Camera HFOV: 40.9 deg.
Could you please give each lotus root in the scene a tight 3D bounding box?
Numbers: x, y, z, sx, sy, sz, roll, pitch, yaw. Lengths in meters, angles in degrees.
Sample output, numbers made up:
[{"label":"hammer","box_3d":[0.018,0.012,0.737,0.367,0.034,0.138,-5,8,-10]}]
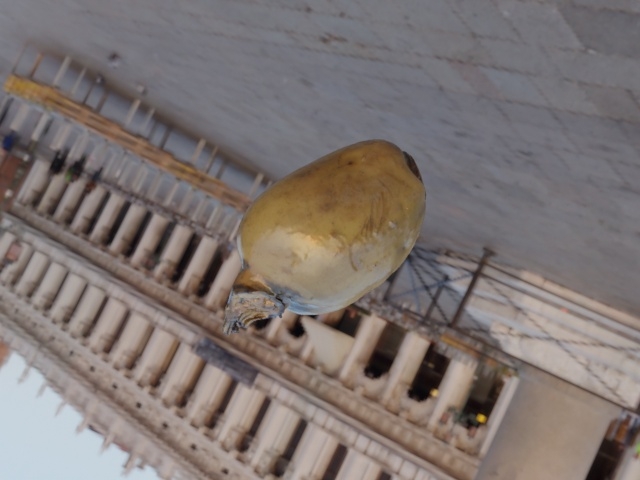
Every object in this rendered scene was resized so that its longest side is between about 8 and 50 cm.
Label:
[{"label":"lotus root","box_3d":[0.000,0.000,0.728,0.125,0.221,0.118,55,164,-7]}]
